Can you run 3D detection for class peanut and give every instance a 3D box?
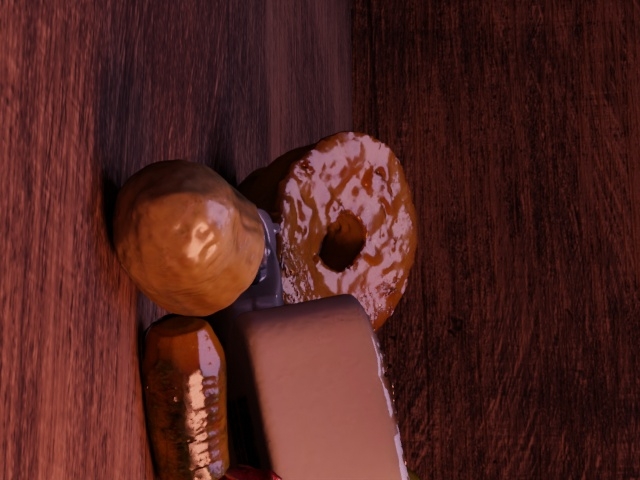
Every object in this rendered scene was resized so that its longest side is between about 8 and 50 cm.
[{"bbox_3d":[-0.115,-0.002,1.499,0.224,0.129,0.129,51,37,-78],"label":"peanut"}]

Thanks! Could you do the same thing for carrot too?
[{"bbox_3d":[-0.124,0.155,1.588,0.082,0.082,0.173,-78,161,-68],"label":"carrot"}]

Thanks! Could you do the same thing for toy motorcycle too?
[{"bbox_3d":[-0.086,0.054,1.923,0.171,0.110,0.260,-106,-168,-47],"label":"toy motorcycle"}]

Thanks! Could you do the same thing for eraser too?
[{"bbox_3d":[-0.004,0.257,1.805,0.331,0.150,0.331,168,-90,-72],"label":"eraser"}]

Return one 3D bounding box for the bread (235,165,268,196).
[{"bbox_3d":[-0.060,0.026,2.202,0.094,0.102,0.245,-44,130,-75],"label":"bread"}]

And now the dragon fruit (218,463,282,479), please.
[{"bbox_3d":[-0.093,0.294,1.646,0.136,0.133,0.166,1,104,-59],"label":"dragon fruit"}]

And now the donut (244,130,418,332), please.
[{"bbox_3d":[-0.002,0.001,2.086,0.277,0.108,0.277,-7,99,-51],"label":"donut"}]

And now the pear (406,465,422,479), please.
[{"bbox_3d":[0.042,0.409,2.217,0.269,0.269,0.321,-85,-175,-53],"label":"pear"}]
